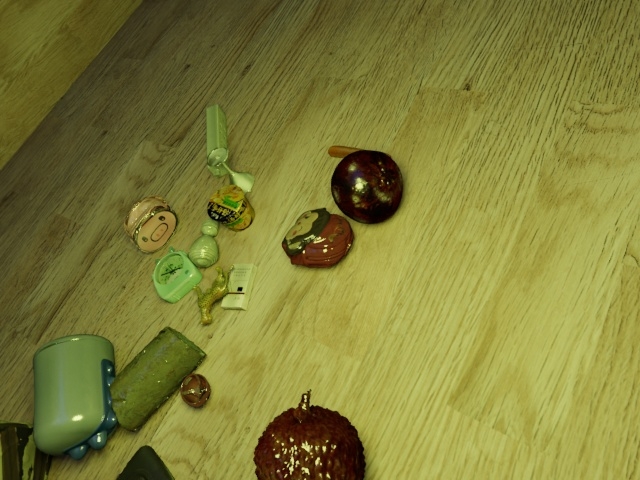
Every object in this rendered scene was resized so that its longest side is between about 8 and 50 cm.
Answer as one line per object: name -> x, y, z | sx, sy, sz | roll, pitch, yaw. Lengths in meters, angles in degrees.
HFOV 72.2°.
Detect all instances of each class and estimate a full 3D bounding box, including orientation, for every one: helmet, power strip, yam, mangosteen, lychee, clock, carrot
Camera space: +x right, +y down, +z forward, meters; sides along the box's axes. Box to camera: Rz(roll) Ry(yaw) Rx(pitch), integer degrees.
helmet -> -0.364, 0.456, 1.323 | 0.111, 0.057, 0.089 | 26, 72, 34
power strip -> -0.433, -0.416, 1.845 | 0.062, 0.091, 0.385 | -18, 56, 11
yam -> -0.509, 0.413, 1.349 | 0.304, 0.168, 0.168 | -46, 54, -7
mangosteen -> 0.126, -0.163, 1.381 | 0.261, 0.235, 0.236 | -19, 47, 56
lychee -> -0.027, 0.504, 1.013 | 0.264, 0.264, 0.300 | -11, 79, 19
clock -> -0.532, 0.111, 1.597 | 0.159, 0.066, 0.211 | -39, 53, -1
carrot -> 0.134, -0.307, 1.555 | 0.247, 0.043, 0.043 | 12, 68, 27

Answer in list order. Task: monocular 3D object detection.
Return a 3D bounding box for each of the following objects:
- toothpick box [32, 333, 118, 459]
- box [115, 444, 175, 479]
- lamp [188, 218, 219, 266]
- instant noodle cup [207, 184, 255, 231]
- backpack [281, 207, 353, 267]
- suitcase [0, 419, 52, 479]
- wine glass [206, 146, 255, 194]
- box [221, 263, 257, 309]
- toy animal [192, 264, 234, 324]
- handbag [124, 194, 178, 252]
toothpick box -> -0.749, 0.494, 1.368 | 0.263, 0.263, 0.355 | -28, 56, 7
box -> -0.517, 0.724, 1.246 | 0.201, 0.042, 0.212 | 29, 77, 33
lamp -> -0.413, 0.012, 1.587 | 0.106, 0.106, 0.193 | -15, 46, 16
instant noodle cup -> -0.318, -0.109, 1.594 | 0.151, 0.122, 0.151 | -10, 59, 17
backpack -> -0.001, -0.002, 1.382 | 0.229, 0.139, 0.229 | -14, 39, 11
suitcase -> -0.993, 0.710, 1.287 | 0.194, 0.339, 0.352 | -16, 57, 15
wine glass -> -0.339, -0.262, 1.655 | 0.122, 0.183, 0.122 | -11, 57, 17
box -> -0.270, 0.155, 1.467 | 0.084, 0.040, 0.154 | -1, 61, 25
toy animal -> -0.343, 0.174, 1.442 | 0.181, 0.073, 0.136 | -40, 43, 19
handbag -> -0.648, -0.065, 1.690 | 0.116, 0.179, 0.205 | 33, 80, 28
